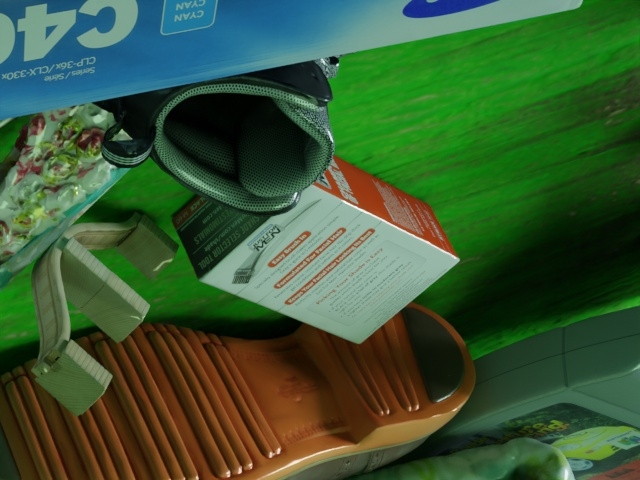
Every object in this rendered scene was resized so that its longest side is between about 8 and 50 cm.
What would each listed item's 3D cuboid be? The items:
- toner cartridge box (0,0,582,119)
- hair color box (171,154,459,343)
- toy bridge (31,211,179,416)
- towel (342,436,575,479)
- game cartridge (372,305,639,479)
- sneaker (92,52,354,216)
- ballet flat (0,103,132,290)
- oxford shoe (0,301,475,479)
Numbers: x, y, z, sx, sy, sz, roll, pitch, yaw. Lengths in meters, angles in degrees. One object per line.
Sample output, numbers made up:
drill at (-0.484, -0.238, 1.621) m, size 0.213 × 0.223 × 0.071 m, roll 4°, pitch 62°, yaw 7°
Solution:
toner cartridge box at (-0.066, -0.147, 0.728) m, size 0.347 × 0.165 × 0.075 m, roll -13°, pitch 144°, yaw -21°
hair color box at (0.000, 0.000, 1.067) m, size 0.093 × 0.053 × 0.167 m, roll -41°, pitch 146°, yaw 18°
toy bridge at (-0.123, 0.026, 0.932) m, size 0.063 × 0.188 × 0.026 m, roll 43°, pitch 112°, yaw -10°
towel at (0.025, 0.277, 1.329) m, size 0.374 × 0.090 × 0.320 m, roll -15°, pitch 151°, yaw 6°
game cartridge at (0.180, 0.134, 1.258) m, size 0.196 × 0.060 × 0.294 m, roll 24°, pitch 144°, yaw -28°
sneaker at (-0.005, -0.094, 0.850) m, size 0.268 × 0.153 × 0.101 m, roll -11°, pitch 143°, yaw -24°
ballet flat at (-0.183, -0.011, 0.915) m, size 0.077 × 0.091 × 0.241 m, roll 38°, pitch 108°, yaw -22°
oxford shoe at (-0.070, 0.134, 1.131) m, size 0.363 × 0.130 × 0.133 m, roll -4°, pitch 145°, yaw -31°
